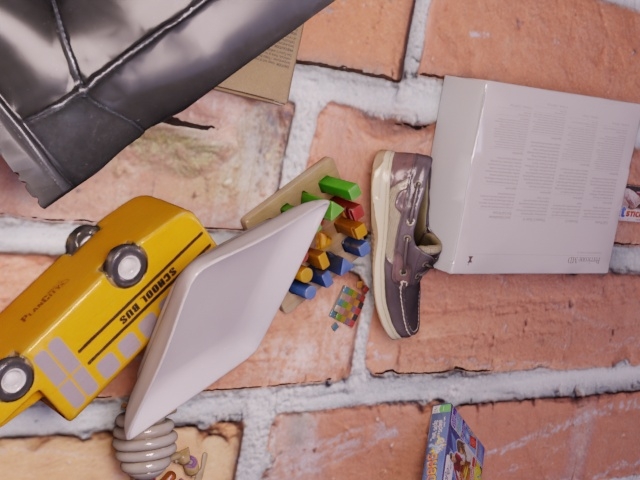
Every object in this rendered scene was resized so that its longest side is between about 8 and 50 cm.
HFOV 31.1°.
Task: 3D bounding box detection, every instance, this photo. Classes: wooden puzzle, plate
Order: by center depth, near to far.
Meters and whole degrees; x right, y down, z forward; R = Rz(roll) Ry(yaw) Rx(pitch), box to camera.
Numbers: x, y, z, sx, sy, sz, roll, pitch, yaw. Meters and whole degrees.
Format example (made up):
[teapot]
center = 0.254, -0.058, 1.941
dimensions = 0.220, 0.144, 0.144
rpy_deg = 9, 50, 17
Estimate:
[plate]
center = -0.123, 0.084, 1.395
dimensions = 0.277, 0.045, 0.278
rpy_deg = -32, 154, -52
[wooden puzzle]
center = 0.040, 0.095, 1.661
dimensions = 0.049, 0.006, 0.083
rpy_deg = 30, 84, -41

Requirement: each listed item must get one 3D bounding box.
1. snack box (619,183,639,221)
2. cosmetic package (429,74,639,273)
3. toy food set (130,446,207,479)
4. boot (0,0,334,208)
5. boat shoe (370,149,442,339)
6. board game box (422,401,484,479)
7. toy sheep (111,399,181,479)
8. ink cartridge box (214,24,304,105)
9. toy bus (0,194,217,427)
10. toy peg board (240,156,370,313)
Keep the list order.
[snack box]
center = 0.513, -0.067, 1.993
dimensions = 0.178, 0.022, 0.064
rpy_deg = 3, 103, -40
[cosmetic package]
center = 0.326, -0.094, 1.782
dimensions = 0.377, 0.097, 0.284
rpy_deg = 2, 100, -40
[toy food set]
center = -0.200, 0.310, 1.519
dimensions = 0.122, 0.019, 0.078
rpy_deg = 8, 98, -41
[boot]
center = -0.200, -0.299, 1.160
dimensions = 0.445, 0.146, 0.367
rpy_deg = -36, 118, -6
[boat shoe]
center = 0.126, 0.010, 1.633
dimensions = 0.103, 0.092, 0.285
rpy_deg = -43, 132, -64
[board game box]
center = 0.206, 0.375, 1.798
dimensions = 0.136, 0.035, 0.201
rpy_deg = 54, 36, -36
[toy sheep]
center = -0.219, 0.254, 1.444
dimensions = 0.091, 0.091, 0.132
rpy_deg = -8, 89, -38
[ink cartridge box]
center = -0.131, -0.277, 1.351
dimensions = 0.235, 0.088, 0.193
rpy_deg = 9, 98, -40
[toy bus]
center = -0.273, 0.088, 1.334
dimensions = 0.332, 0.108, 0.130
rpy_deg = -47, 129, -20
[toy peg board]
center = 0.000, 0.000, 1.551
dimensions = 0.161, 0.079, 0.160
rpy_deg = -38, 124, -25
